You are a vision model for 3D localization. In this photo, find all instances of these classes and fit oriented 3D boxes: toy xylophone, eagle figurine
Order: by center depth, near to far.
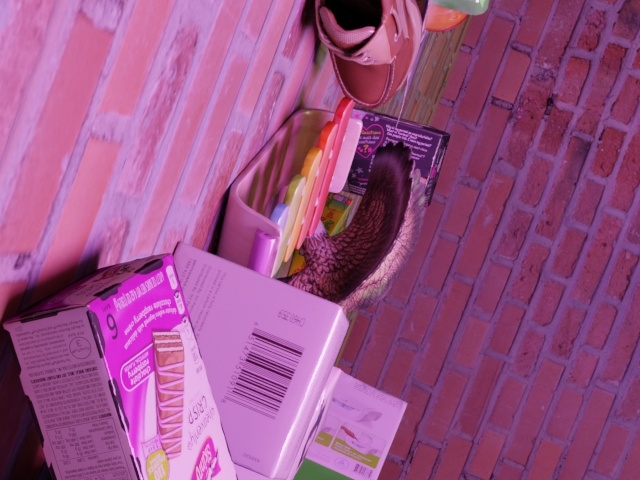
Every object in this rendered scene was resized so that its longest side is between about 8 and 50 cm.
[{"bbox_3d":[-0.047,-0.030,1.297,0.323,0.081,0.236,-60,168,-46],"label":"toy xylophone"},{"bbox_3d":[0.040,0.012,1.510,0.225,0.298,0.226,58,3,-32],"label":"eagle figurine"}]

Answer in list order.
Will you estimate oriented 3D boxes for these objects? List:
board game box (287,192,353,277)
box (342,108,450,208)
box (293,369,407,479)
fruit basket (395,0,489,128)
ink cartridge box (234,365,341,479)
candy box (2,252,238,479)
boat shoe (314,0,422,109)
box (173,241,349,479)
[{"bbox_3d":[0.000,0.000,1.821,0.181,0.043,0.092,-56,166,-55],"label":"board game box"},{"bbox_3d":[0.125,-0.143,1.852,0.247,0.163,0.142,-25,133,-79],"label":"box"},{"bbox_3d":[-0.016,0.322,1.781,0.231,0.262,0.127,-58,167,-57],"label":"box"},{"bbox_3d":[0.157,-0.380,1.500,0.353,0.165,0.327,109,0,-65],"label":"fruit basket"},{"bbox_3d":[-0.091,0.207,1.294,0.237,0.172,0.100,-48,158,-69],"label":"ink cartridge box"},{"bbox_3d":[-0.134,0.142,0.793,0.159,0.071,0.233,-44,120,-72],"label":"candy box"},{"bbox_3d":[0.039,-0.262,1.198,0.120,0.122,0.324,-58,160,-29],"label":"boat shoe"},{"bbox_3d":[-0.087,0.123,1.078,0.119,0.181,0.181,68,44,-76],"label":"box"}]
